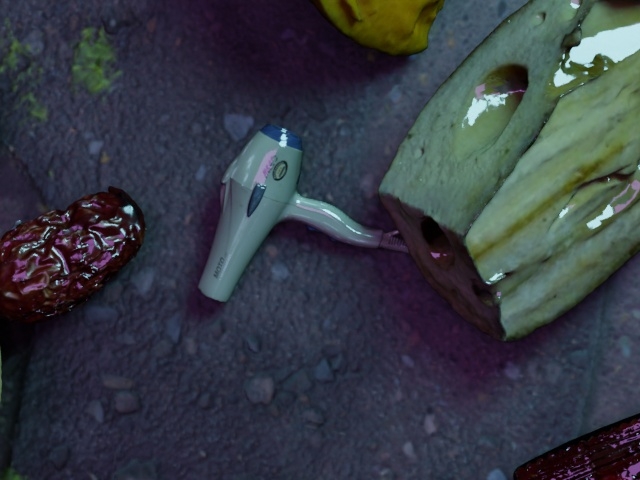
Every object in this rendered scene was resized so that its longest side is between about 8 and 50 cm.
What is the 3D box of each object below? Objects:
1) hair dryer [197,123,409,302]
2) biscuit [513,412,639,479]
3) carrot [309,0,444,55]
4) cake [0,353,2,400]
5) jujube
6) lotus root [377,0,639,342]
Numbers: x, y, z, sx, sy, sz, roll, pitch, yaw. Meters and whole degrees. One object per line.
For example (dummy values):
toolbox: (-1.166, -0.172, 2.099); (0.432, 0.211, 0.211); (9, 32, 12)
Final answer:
hair dryer: (-0.018, 0.011, 1.332); (0.199, 0.067, 0.167); (37, 101, -7)
biscuit: (0.285, 0.272, 1.262); (0.151, 0.063, 0.235); (-30, 88, 16)
carrot: (0.026, -0.350, 1.242); (0.241, 0.241, 0.340); (-38, 81, 4)
cake: (-0.481, 0.138, 1.242); (0.321, 0.332, 0.332); (-36, 82, 35)
jujube: (-0.234, 0.018, 1.323); (0.166, 0.104, 0.104); (-26, 84, 5)
lotus root: (0.198, -0.081, 1.265); (0.314, 0.142, 0.210); (-44, 120, -1)
